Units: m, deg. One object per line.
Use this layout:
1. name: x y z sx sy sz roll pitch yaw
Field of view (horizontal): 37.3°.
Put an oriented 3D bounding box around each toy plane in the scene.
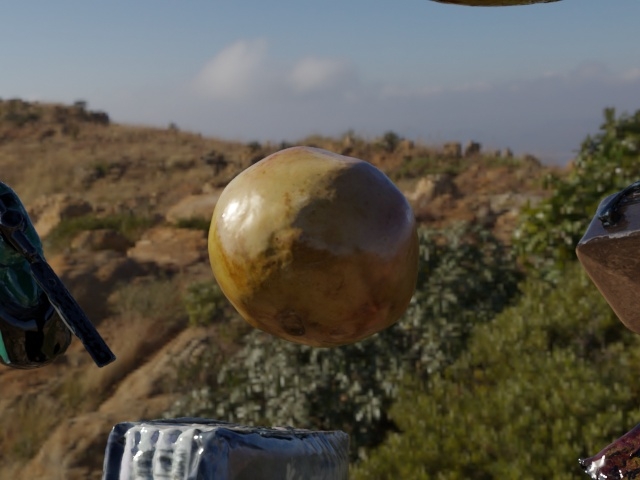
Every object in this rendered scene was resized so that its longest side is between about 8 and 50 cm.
1. toy plane: -0.325 -0.018 0.926 0.106 0.381 0.155 -18 -16 -35

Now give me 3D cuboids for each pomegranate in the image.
1. pomegranate: 0.000 0.000 1.494 0.338 0.338 0.338 -4 8 0

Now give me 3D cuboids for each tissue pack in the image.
1. tissue pack: -0.067 0.317 0.710 0.122 0.361 0.259 -2 -11 21

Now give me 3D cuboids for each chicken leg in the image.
1. chicken leg: 0.419 0.275 1.222 0.234 0.063 0.105 -31 40 -20

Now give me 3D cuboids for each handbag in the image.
1. handbag: 0.323 0.012 0.816 0.072 0.151 0.193 -53 19 -27

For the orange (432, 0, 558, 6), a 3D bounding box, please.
1. orange: 0.095 -0.242 0.467 0.264 0.264 0.264 -4 8 0
